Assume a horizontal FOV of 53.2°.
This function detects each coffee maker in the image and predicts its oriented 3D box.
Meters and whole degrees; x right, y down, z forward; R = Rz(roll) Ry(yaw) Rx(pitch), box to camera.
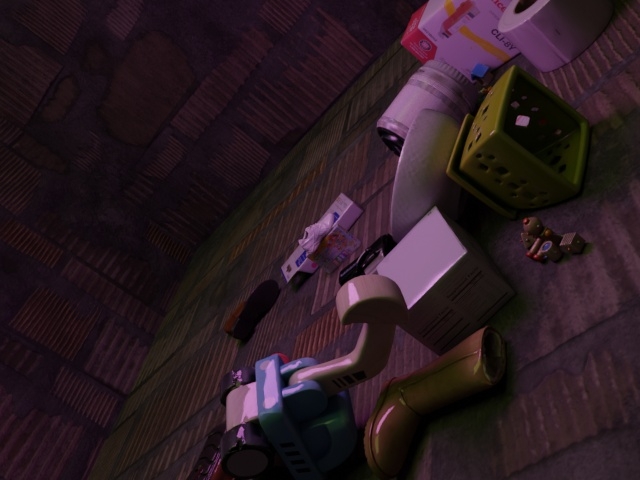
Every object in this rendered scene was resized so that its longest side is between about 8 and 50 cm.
[{"bbox_3d":[0.148,0.079,1.724,0.178,0.120,0.171,-42,-3,27],"label":"coffee maker"}]

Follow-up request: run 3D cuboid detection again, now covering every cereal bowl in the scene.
[{"bbox_3d":[0.287,-0.144,1.562,0.339,0.141,0.339,13,-90,-71],"label":"cereal bowl"}]

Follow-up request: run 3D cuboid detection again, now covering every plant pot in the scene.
[{"bbox_3d":[0.412,-0.194,1.376,0.207,0.228,0.227,-39,22,53],"label":"plant pot"}]

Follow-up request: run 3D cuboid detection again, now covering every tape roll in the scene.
[{"bbox_3d":[0.621,-0.598,1.699,0.246,0.169,0.246,-46,18,20],"label":"tape roll"}]

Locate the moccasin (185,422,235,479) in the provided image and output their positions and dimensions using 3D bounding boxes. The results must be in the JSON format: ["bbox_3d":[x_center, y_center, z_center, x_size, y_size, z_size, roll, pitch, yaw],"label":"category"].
[{"bbox_3d":[-0.294,0.669,1.662,0.139,0.147,0.380,-22,29,33],"label":"moccasin"}]

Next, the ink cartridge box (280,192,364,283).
[{"bbox_3d":[0.000,0.000,2.295,0.371,0.069,0.176,-49,18,4],"label":"ink cartridge box"}]

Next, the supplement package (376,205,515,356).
[{"bbox_3d":[0.253,0.082,1.361,0.204,0.145,0.262,-48,18,15],"label":"supplement package"}]

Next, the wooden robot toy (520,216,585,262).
[{"bbox_3d":[0.418,-0.008,1.226,0.076,0.079,0.173,-53,17,-2],"label":"wooden robot toy"}]

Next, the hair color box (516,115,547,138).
[{"bbox_3d":[0.493,-0.263,1.572,0.093,0.053,0.167,-52,19,5],"label":"hair color box"}]

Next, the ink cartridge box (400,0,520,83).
[{"bbox_3d":[0.488,-0.680,2.007,0.384,0.279,0.160,-28,30,53],"label":"ink cartridge box"}]

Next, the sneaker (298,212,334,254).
[{"bbox_3d":[-0.011,-0.031,2.043,0.152,0.061,0.053,-55,16,-11],"label":"sneaker"}]

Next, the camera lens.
[{"bbox_3d":[0.323,-0.378,1.946,0.274,0.219,0.219,-53,17,-1],"label":"camera lens"}]

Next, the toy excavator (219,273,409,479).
[{"bbox_3d":[0.001,0.305,1.297,0.445,0.433,0.222,-21,31,4],"label":"toy excavator"}]

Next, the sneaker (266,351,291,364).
[{"bbox_3d":[-0.113,0.420,1.671,0.136,0.116,0.314,-47,21,43],"label":"sneaker"}]

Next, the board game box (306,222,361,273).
[{"bbox_3d":[0.042,0.028,2.070,0.154,0.103,0.026,-44,19,26],"label":"board game box"}]

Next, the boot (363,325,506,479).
[{"bbox_3d":[0.207,0.295,1.168,0.269,0.089,0.236,-37,24,37],"label":"boot"}]

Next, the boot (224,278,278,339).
[{"bbox_3d":[-0.271,0.265,2.493,0.264,0.096,0.280,-64,12,-9],"label":"boot"}]

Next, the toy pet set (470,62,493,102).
[{"bbox_3d":[0.489,-0.493,2.001,0.114,0.065,0.122,-55,18,-7],"label":"toy pet set"}]
